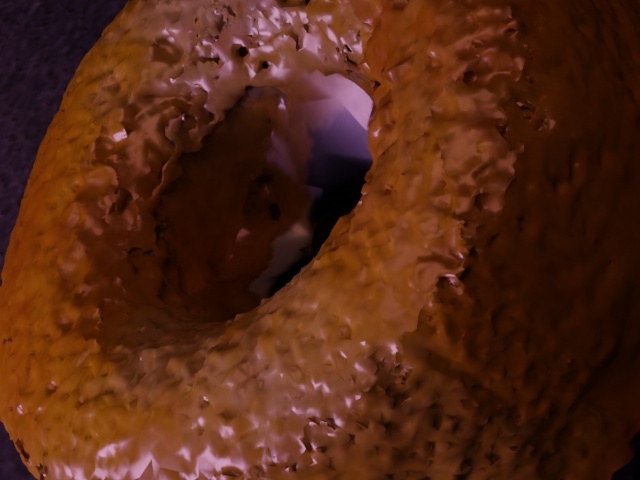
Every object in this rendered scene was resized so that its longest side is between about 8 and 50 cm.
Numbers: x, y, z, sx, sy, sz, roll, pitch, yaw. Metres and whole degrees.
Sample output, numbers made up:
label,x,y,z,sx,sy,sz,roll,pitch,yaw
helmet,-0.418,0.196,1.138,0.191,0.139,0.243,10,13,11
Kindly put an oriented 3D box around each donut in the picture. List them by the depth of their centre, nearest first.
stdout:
label,x,y,z,sx,sy,sz,roll,pitch,yaw
donut,0.002,0.000,0.541,0.253,0.118,0.254,-26,51,36
